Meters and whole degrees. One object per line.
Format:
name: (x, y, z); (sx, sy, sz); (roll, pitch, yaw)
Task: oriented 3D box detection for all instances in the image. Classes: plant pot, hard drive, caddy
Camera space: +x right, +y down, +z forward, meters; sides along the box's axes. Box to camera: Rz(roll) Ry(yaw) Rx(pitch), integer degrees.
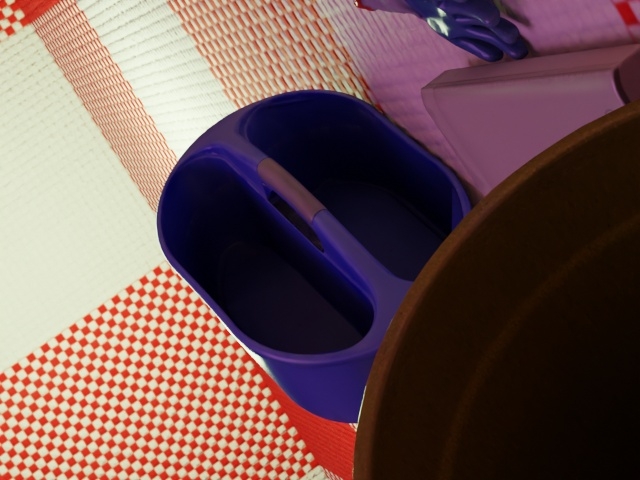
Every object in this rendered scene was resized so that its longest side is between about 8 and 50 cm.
plant pot: (0.255, 0.161, 0.784); (0.366, 0.366, 0.353); (42, 174, 43)
hard drive: (0.190, -0.036, 1.072); (0.203, 0.040, 0.307); (54, 168, -13)
caddy: (0.000, 0.000, 1.422); (0.341, 0.241, 0.179); (43, 169, 40)

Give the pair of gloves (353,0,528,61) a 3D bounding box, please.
pair of gloves: (0.056, -0.187, 1.073); (0.159, 0.023, 0.198); (22, 167, 37)
